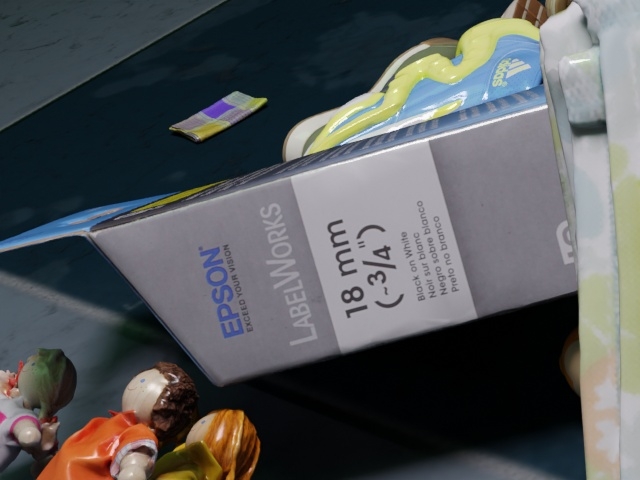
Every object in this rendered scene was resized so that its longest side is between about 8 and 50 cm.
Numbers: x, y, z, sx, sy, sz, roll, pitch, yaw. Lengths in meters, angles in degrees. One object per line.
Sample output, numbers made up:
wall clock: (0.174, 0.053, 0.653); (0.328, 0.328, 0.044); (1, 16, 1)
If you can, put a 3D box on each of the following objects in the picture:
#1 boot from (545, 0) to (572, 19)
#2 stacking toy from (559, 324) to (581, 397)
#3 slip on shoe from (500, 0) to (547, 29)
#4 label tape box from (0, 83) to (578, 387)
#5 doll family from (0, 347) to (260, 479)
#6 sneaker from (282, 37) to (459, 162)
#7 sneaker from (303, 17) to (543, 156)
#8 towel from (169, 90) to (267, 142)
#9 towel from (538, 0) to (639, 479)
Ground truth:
boot: (0.249, -0.234, 1.171); (0.213, 0.077, 0.165); (-25, 27, -22)
stacking toy: (0.244, 0.034, 0.614); (0.302, 0.175, 0.166); (-15, 21, 34)
slip on shoe: (0.158, -0.158, 1.132); (0.041, 0.051, 0.135); (-50, 12, 43)
label tape box: (0.000, 0.000, 0.783); (0.334, 0.105, 0.240); (-15, 5, 8)
doll family: (-0.120, 0.134, 0.712); (0.163, 0.118, 0.263); (-44, 20, -23)
sneaker: (0.069, -0.093, 1.049); (0.192, 0.064, 0.086); (-33, 37, -25)
sneaker: (0.090, -0.072, 0.934); (0.240, 0.091, 0.126); (-43, 33, -15)
towel: (-0.095, -0.117, 1.255); (0.083, 0.009, 0.060); (-30, 28, -20)
towel: (0.260, 0.039, 0.425); (0.375, 0.320, 0.090); (-6, -8, 26)
